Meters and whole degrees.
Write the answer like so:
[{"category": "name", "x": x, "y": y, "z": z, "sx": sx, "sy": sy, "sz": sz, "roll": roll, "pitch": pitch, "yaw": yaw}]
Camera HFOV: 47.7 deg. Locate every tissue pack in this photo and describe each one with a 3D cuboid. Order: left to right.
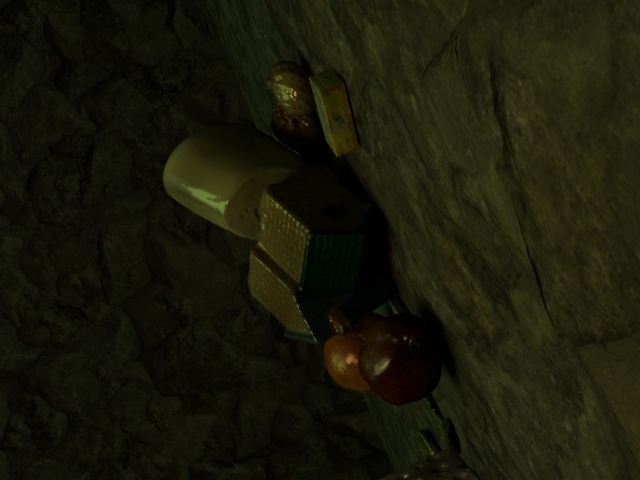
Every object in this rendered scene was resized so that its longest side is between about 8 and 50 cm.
[{"category": "tissue pack", "x": 0.033, "y": -0.293, "z": 1.666, "sx": 0.095, "sy": 0.062, "sz": 0.176, "roll": -118, "pitch": 8, "yaw": -53}]

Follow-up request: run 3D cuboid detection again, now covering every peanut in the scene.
[{"category": "peanut", "x": -0.072, "y": -0.407, "z": 1.938, "sx": 0.159, "sy": 0.109, "sz": 0.140, "roll": 57, "pitch": -174, "yaw": -10}]

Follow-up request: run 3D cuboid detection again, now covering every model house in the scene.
[{"category": "model house", "x": 0.030, "y": 0.043, "z": 1.896, "sx": 0.343, "sy": 0.335, "sz": 0.382, "roll": 42, "pitch": 145, "yaw": 32}]

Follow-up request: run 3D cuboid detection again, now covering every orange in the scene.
[{"category": "orange", "x": 0.132, "y": 0.331, "z": 2.124, "sx": 0.246, "sy": 0.246, "sz": 0.246, "roll": 158, "pitch": 90, "yaw": -83}]

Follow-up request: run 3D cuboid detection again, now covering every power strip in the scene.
[{"category": "power strip", "x": 0.231, "y": 0.220, "z": 1.909, "sx": 0.252, "sy": 0.027, "sz": 0.060, "roll": -122, "pitch": 8, "yaw": -52}]

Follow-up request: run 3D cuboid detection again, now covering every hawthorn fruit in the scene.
[{"category": "hawthorn fruit", "x": 0.198, "y": 0.265, "z": 1.682, "sx": 0.248, "sy": 0.208, "sz": 0.208, "roll": 111, "pitch": 138, "yaw": -60}]

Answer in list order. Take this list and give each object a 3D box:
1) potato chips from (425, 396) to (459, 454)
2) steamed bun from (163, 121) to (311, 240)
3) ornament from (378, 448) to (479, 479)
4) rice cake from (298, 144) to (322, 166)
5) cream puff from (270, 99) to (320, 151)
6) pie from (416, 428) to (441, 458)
[{"category": "potato chips", "x": 0.340, "y": 0.516, "z": 2.045, "sx": 0.220, "sy": 0.029, "sz": 0.202, "roll": -126, "pitch": 15, "yaw": -74}, {"category": "steamed bun", "x": -0.184, "y": -0.162, "z": 2.105, "sx": 0.371, "sy": 0.289, "sz": 0.456, "roll": 30, "pitch": -173, "yaw": 33}, {"category": "ornament", "x": 0.328, "y": 0.759, "z": 1.995, "sx": 0.239, "sy": 0.240, "sz": 0.239, "roll": -160, "pitch": 48, "yaw": -82}, {"category": "rice cake", "x": 0.005, "y": -0.172, "z": 2.267, "sx": 0.070, "sy": 0.064, "sz": 0.398, "roll": -55, "pitch": -57, "yaw": -87}, {"category": "cream puff", "x": -0.081, "y": -0.344, "z": 2.115, "sx": 0.189, "sy": 0.130, "sz": 0.189, "roll": 161, "pitch": 90, "yaw": -81}, {"category": "pie", "x": 0.365, "y": 0.701, "z": 2.354, "sx": 0.187, "sy": 0.041, "sz": 0.186, "roll": 157, "pitch": 90, "yaw": -83}]
